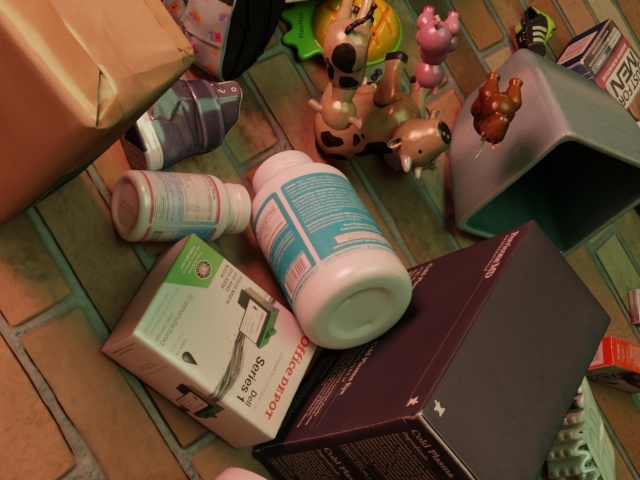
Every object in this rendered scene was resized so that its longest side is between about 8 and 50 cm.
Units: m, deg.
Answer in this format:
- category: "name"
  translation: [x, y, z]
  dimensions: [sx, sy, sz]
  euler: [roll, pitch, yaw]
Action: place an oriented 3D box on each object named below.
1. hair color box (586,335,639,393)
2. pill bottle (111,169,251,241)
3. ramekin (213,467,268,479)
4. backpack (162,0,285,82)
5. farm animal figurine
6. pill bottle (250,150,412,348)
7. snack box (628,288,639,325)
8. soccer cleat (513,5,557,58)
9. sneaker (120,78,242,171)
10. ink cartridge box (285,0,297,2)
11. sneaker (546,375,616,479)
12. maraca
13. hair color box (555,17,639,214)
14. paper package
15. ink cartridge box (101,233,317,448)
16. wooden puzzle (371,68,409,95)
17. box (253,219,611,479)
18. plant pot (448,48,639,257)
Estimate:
- category: "hair color box"
  translation: [0.506, 0.210, 1.664]
  dimensions: [0.167, 0.093, 0.053]
  euler: [18, 64, -31]
- category: "pill bottle"
  translation: [-0.170, -0.041, 1.235]
  dimensions: [0.160, 0.087, 0.087]
  euler: [1, 73, -38]
- category: "ramekin"
  translation: [-0.066, 0.360, 1.094]
  dimensions: [0.207, 0.207, 0.109]
  euler: [51, 59, -11]
- category: "backpack"
  translation: [-0.125, -0.313, 1.315]
  dimensions: [0.144, 0.188, 0.166]
  euler: [24, 50, 14]
- category: "farm animal figurine"
  translation: [0.092, -0.176, 1.345]
  dimensions: [0.330, 0.327, 0.172]
  euler: [24, 72, -27]
- category: "pill bottle"
  translation: [0.000, 0.000, 1.269]
  dimensions: [0.146, 0.146, 0.264]
  euler: [8, 38, -36]
- category: "snack box"
  translation: [0.638, 0.139, 1.840]
  dimensions: [0.178, 0.022, 0.064]
  euler: [16, 65, -33]
- category: "soccer cleat"
  translation: [0.380, -0.360, 1.812]
  dimensions: [0.072, 0.060, 0.179]
  euler: [35, 48, -11]
- category: "sneaker"
  translation: [-0.196, -0.210, 1.271]
  dimensions: [0.163, 0.086, 0.226]
  euler: [-22, 97, -30]
- category: "ink cartridge box"
  translation: [0.027, -0.470, 1.455]
  dimensions: [0.278, 0.117, 0.201]
  euler: [-17, 120, -33]
- category: "sneaker"
  translation: [0.396, 0.299, 1.547]
  dimensions: [0.118, 0.110, 0.292]
  euler: [-9, 87, -47]
- category: "maraca"
  translation: [0.033, -0.320, 1.498]
  dimensions: [0.186, 0.099, 0.127]
  euler: [-1, 70, -11]
- category: "hair color box"
  translation: [0.584, -0.227, 1.883]
  dimensions: [0.347, 0.105, 0.174]
  euler: [49, 51, -13]
- category: "paper package"
  translation: [-0.329, -0.206, 1.018]
  dimensions: [0.168, 0.325, 0.309]
  euler: [-41, 99, -40]
- category: "ink cartridge box"
  translation: [-0.126, 0.125, 1.203]
  dimensions: [0.219, 0.092, 0.160]
  euler: [40, 54, -19]
- category: "wooden puzzle"
  translation: [0.115, -0.241, 1.587]
  dimensions: [0.083, 0.006, 0.049]
  euler: [54, 50, -9]
- category: "box"
  translation: [0.142, 0.181, 1.246]
  dimensions: [0.179, 0.312, 0.343]
  euler: [49, 51, -13]
- category: "plant pot"
  translation: [0.355, -0.157, 1.601]
  dimensions: [0.248, 0.247, 0.252]
  euler: [16, 47, -33]
